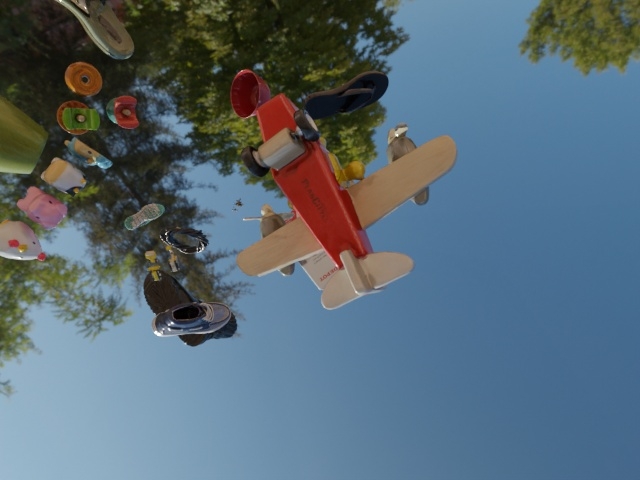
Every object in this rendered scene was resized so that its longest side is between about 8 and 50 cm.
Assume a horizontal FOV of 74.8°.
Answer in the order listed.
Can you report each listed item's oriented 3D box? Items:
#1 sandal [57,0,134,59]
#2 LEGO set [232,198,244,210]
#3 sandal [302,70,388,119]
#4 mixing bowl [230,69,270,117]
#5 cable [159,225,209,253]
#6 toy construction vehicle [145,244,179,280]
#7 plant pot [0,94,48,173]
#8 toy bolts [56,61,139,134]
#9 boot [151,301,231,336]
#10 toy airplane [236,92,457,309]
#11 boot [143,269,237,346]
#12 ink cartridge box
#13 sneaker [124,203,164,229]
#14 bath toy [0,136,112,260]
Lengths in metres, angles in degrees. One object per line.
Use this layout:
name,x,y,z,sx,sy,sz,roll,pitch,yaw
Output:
sandal,-0.524,-0.555,0.937,0.086,0.303,0.120,-5,-123,28
LEGO set,-0.409,-0.172,2.074,0.054,0.023,0.083,23,-122,22
sandal,0.078,-0.394,1.176,0.254,0.097,0.054,-23,-130,-4
mixing bowl,-0.265,-0.578,1.668,0.181,0.181,0.098,17,-160,39
cable,-0.479,-0.004,1.512,0.150,0.184,0.047,-9,-119,8
toy construction vehicle,-0.452,0.063,1.197,0.086,0.098,0.035,-11,-150,-2
plant pot,-0.939,-0.308,1.154,0.275,0.293,0.275,-24,-125,39
toy bolts,-0.724,-0.451,1.358,0.228,0.218,0.158,-7,-160,-41
boot,-0.258,0.164,0.906,0.086,0.069,0.190,-30,165,38
toy airplane,0.034,-0.064,0.838,0.386,0.384,0.272,16,-162,9
boot,-0.491,0.253,1.596,0.131,0.260,0.348,-43,-102,10
ink cartridge box,0.000,0.000,1.421,0.197,0.273,0.114,-36,-178,6
sneaker,-0.702,-0.100,1.689,0.166,0.065,0.076,-25,-175,1
bath toy,-0.688,-0.093,1.072,0.348,0.129,0.151,-57,-175,-8
